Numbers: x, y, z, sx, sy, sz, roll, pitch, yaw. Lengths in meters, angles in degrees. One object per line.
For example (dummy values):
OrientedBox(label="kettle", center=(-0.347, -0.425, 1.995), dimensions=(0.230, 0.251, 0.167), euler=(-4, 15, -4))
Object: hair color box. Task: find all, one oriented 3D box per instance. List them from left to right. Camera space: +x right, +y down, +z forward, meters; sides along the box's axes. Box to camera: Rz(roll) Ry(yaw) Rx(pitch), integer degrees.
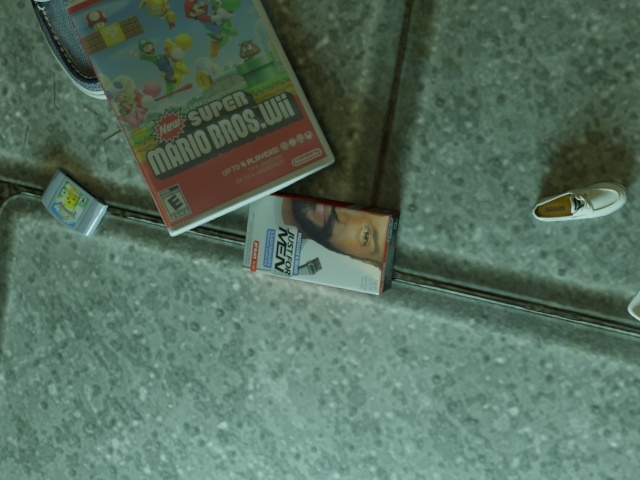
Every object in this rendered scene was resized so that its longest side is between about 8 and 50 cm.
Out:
OrientedBox(label="hair color box", center=(0.000, 0.000, 1.263), dimensions=(0.167, 0.053, 0.093), euler=(9, 99, 18))

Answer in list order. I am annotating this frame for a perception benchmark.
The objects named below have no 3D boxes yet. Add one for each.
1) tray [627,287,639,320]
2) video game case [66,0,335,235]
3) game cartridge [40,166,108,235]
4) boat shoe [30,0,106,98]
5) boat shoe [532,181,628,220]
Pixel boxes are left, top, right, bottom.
OrientedBox(label="tray", center=(0.444, 0.000, 1.116), dimensions=(0.145, 0.030, 0.270), euler=(35, 107, 13))
OrientedBox(label="video game case", center=(-0.133, -0.174, 1.249), dimensions=(0.204, 0.025, 0.285), euler=(-25, 85, -9))
OrientedBox(label="game cartridge", center=(-0.309, -0.046, 1.388), dimensions=(0.083, 0.017, 0.056), euler=(37, 111, 12))
OrientedBox(label="boat shoe", center=(-0.323, -0.324, 1.282), dimensions=(0.127, 0.158, 0.341), euler=(-23, 88, 21))
OrientedBox(label="boat shoe", center=(0.271, -0.039, 1.170), dimensions=(0.100, 0.035, 0.035), euler=(-8, 94, 21))
